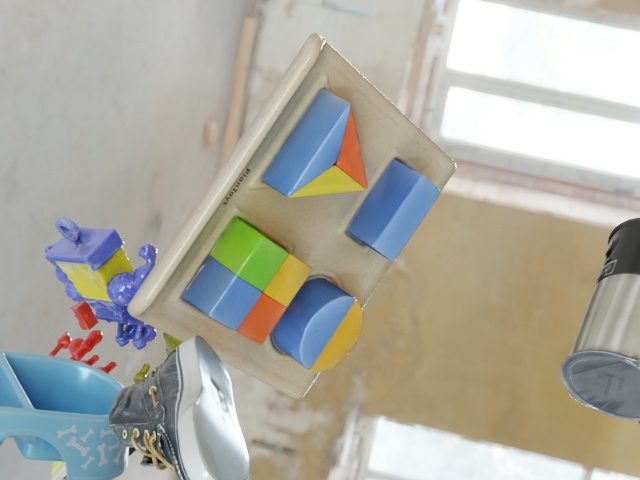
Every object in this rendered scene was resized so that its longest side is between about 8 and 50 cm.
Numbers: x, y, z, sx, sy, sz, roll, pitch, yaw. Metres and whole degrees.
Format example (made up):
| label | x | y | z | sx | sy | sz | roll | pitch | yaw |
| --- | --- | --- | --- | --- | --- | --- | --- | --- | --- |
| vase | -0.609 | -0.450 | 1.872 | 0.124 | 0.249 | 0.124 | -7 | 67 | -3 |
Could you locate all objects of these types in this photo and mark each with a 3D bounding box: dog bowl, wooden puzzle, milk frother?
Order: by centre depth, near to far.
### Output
| label | x | y | z | sx | sy | sz | roll | pitch | yaw |
| --- | --- | --- | --- | --- | --- | --- | --- | --- | --- |
| milk frother | 0.269 | 0.080 | 0.981 | 0.129 | 0.143 | 0.134 | 85 | 28 | -54 |
| wooden puzzle | 0.000 | 0.000 | 1.320 | 0.322 | 0.080 | 0.348 | -56 | 145 | -1 |
| dog bowl | -0.331 | 0.177 | 1.349 | 0.166 | 0.297 | 0.074 | 41 | -66 | 53 |

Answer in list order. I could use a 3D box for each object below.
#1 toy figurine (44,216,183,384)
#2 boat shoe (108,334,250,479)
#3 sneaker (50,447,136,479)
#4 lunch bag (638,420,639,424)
| label | x | y | z | sx | sy | sz | roll | pitch | yaw |
| --- | --- | --- | --- | --- | --- | --- | --- | --- | --- |
| toy figurine | -0.298 | 0.071 | 1.725 | 0.191 | 0.362 | 0.217 | -41 | 118 | -32 |
| boat shoe | -0.104 | 0.142 | 0.913 | 0.065 | 0.083 | 0.183 | 51 | 8 | -22 |
| sneaker | -0.328 | 0.283 | 1.852 | 0.208 | 0.081 | 0.094 | -43 | -138 | 21 |
| lunch bag | 0.402 | 0.080 | 1.151 | 0.258 | 0.120 | 0.293 | -133 | -126 | -68 |
